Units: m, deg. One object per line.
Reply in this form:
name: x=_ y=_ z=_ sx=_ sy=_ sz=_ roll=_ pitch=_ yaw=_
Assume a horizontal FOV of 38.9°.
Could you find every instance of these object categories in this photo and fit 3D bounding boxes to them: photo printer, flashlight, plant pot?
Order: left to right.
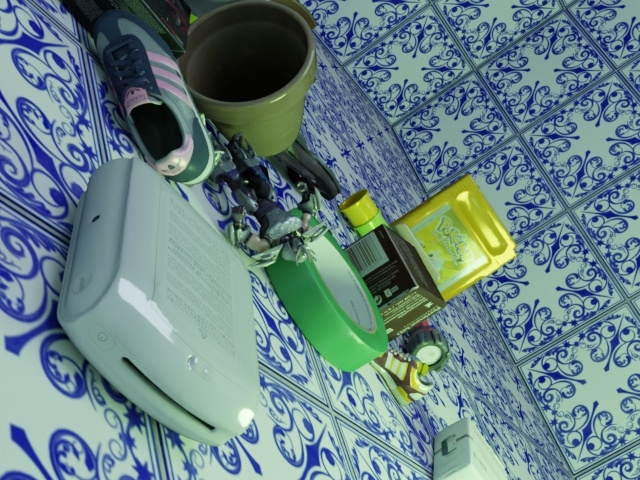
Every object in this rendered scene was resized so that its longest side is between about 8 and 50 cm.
photo printer: x=-0.177 y=0.073 z=1.037 sx=0.256 sy=0.107 sz=0.308 roll=48 pitch=17 yaw=-32
plant pot: x=-0.122 y=-0.282 z=1.708 sx=0.229 sy=0.263 sz=0.263 roll=73 pitch=-7 yaw=-58
flashlight: x=0.243 y=0.198 z=2.224 sx=0.103 sy=0.103 sz=0.304 roll=47 pitch=18 yaw=-26

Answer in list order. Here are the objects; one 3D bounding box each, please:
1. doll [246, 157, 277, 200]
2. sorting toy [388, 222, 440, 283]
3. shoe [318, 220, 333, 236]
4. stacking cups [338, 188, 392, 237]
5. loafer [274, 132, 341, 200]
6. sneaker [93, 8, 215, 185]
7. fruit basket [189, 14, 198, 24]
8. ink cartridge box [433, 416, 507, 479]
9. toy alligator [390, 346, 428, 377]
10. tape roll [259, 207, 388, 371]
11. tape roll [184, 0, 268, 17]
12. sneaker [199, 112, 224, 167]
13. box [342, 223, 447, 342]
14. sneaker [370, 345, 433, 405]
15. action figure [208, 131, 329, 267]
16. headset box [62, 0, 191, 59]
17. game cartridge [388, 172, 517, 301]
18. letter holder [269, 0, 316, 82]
doll: x=-0.133 y=-0.136 z=1.793 sx=0.129 sy=0.046 sz=0.189 roll=34 pitch=23 yaw=-33
sorting toy: x=0.242 y=0.038 z=2.504 sx=0.193 sy=0.038 sz=0.208 roll=55 pitch=-17 yaw=-5
shoe: x=0.000 y=0.000 z=1.916 sx=0.077 sy=0.058 sz=0.219 roll=63 pitch=15 yaw=24
stacking cups: x=0.169 y=0.017 z=2.421 sx=0.316 sy=0.096 sz=0.096 roll=56 pitch=13 yaw=-14
loafer: x=-0.059 y=-0.177 z=2.107 sx=0.109 sy=0.095 sz=0.302 roll=28 pitch=-15 yaw=43
sneaker: x=-0.271 y=-0.236 z=1.403 sx=0.319 sy=0.112 sz=0.131 roll=58 pitch=11 yaw=9
fruit basket: x=-0.246 y=-0.600 z=2.000 sx=0.392 sy=0.392 sz=0.283 roll=52 pitch=14 yaw=-18
ink cartridge box: x=0.304 y=0.476 z=1.820 sx=0.159 sy=0.092 sz=0.218 roll=55 pitch=15 yaw=-6
toy alligator: x=0.184 y=0.276 z=1.954 sx=0.189 sy=0.056 sz=0.051 roll=35 pitch=66 yaw=-57
tape roll: x=0.008 y=0.091 z=1.705 sx=0.321 sy=0.077 sz=0.321 roll=51 pitch=15 yaw=-19
tape roll: x=-0.192 y=-0.562 z=1.756 sx=0.246 sy=0.246 sz=0.169 roll=56 pitch=-6 yaw=-2
sneaker: x=-0.230 y=-0.192 z=1.497 sx=0.192 sy=0.086 sz=0.064 roll=58 pitch=14 yaw=5
box: x=0.138 y=0.096 z=1.944 sx=0.203 sy=0.168 sz=0.167 roll=30 pitch=28 yaw=-60
sneaker: x=0.154 y=0.244 z=1.843 sx=0.185 sy=0.084 sz=0.069 roll=54 pitch=14 yaw=-11
action figure: x=-0.103 y=-0.065 z=1.559 sx=0.185 sy=0.099 sz=0.285 roll=-20 pitch=61 yaw=-38
headset box: x=-0.341 y=-0.432 z=1.607 sx=0.218 sy=0.110 sz=0.293 roll=50 pitch=15 yaw=-26
game cartridge: x=0.369 y=0.009 z=2.614 sx=0.285 sy=0.323 sz=0.053 roll=54 pitch=12 yaw=-10
letter holder: x=-0.098 y=-0.507 z=2.397 sx=0.152 sy=0.214 sz=0.302 roll=59 pitch=14 yaw=12
